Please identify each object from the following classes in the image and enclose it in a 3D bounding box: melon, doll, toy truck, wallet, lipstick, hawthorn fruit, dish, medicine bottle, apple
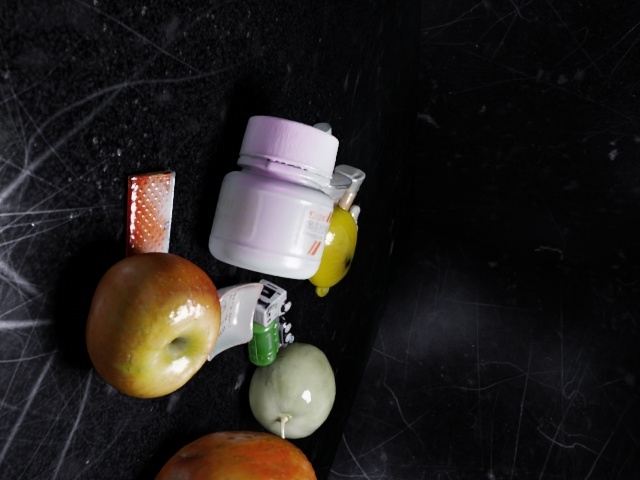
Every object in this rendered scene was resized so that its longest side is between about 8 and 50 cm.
[{"bbox_3d":[-0.081,0.431,1.534,0.308,0.271,0.272,-153,-103,-86],"label":"melon"},{"bbox_3d":[0.021,-0.031,1.621,0.348,0.161,0.423,21,99,-57],"label":"doll"},{"bbox_3d":[-0.150,0.228,1.420,0.125,0.101,0.243,-43,147,-40],"label":"toy truck"},{"bbox_3d":[-0.295,-0.020,0.905,0.103,0.020,0.197,-25,128,-62],"label":"wallet"},{"bbox_3d":[0.010,-0.235,1.617,0.264,0.059,0.059,85,25,-44],"label":"lipstick"},{"bbox_3d":[-0.209,0.597,1.115,0.403,0.402,0.403,14,90,-72],"label":"hawthorn fruit"},{"bbox_3d":[-0.219,0.170,1.194,0.212,0.077,0.151,-8,113,-71],"label":"dish"},{"bbox_3d":[-0.091,-0.088,1.116,0.241,0.241,0.302,10,94,-72],"label":"medicine bottle"},{"bbox_3d":[-0.270,0.130,0.842,0.210,0.173,0.235,17,103,-57],"label":"apple"}]

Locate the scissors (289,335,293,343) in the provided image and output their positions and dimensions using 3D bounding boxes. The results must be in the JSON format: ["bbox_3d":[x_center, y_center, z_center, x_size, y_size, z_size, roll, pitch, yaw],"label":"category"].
[{"bbox_3d":[-0.104,0.330,1.782,0.083,0.006,0.036,72,34,-59],"label":"scissors"}]
